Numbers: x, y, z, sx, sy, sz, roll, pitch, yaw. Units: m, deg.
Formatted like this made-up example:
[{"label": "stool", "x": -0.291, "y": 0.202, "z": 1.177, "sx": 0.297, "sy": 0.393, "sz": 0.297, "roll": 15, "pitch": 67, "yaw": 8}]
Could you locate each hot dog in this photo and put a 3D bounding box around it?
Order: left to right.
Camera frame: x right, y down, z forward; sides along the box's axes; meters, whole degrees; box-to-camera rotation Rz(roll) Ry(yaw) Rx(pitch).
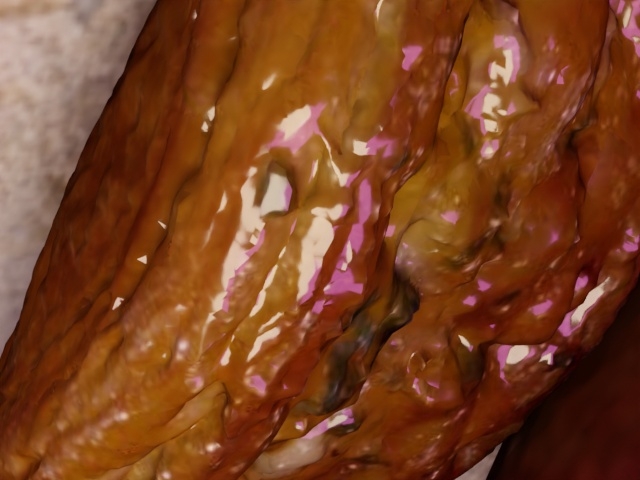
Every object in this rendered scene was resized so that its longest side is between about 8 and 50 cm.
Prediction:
[{"label": "hot dog", "x": 0.000, "y": 0.000, "z": 0.694, "sx": 0.267, "sy": 0.174, "sz": 0.387, "roll": -3, "pitch": 129, "yaw": -46}]

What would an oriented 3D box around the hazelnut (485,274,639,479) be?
[{"label": "hazelnut", "x": 0.264, "y": 0.156, "z": 0.836, "sx": 0.421, "sy": 0.352, "sz": 0.421, "roll": -2, "pitch": 148, "yaw": -2}]
